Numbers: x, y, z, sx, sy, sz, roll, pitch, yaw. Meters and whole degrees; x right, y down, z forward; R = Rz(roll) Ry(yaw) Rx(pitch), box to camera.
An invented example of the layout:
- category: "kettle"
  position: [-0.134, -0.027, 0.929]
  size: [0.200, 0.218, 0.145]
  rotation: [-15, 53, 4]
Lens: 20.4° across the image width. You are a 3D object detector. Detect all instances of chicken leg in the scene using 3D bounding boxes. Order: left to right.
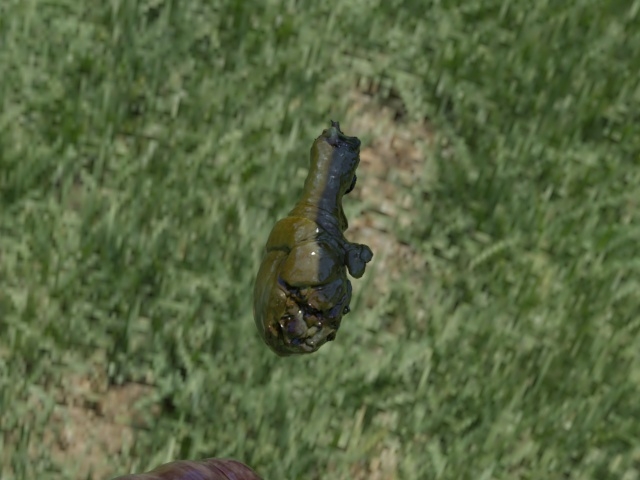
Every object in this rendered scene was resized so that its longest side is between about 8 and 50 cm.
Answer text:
- category: "chicken leg"
  position: [0.000, 0.000, 1.646]
  size: [0.088, 0.103, 0.228]
  rotation: [21, 84, -16]

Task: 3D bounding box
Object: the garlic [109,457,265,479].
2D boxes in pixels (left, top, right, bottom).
- category: "garlic"
  position: [-0.093, 0.280, 1.335]
  size: [0.160, 0.245, 0.245]
  rotation: [6, 35, 38]
